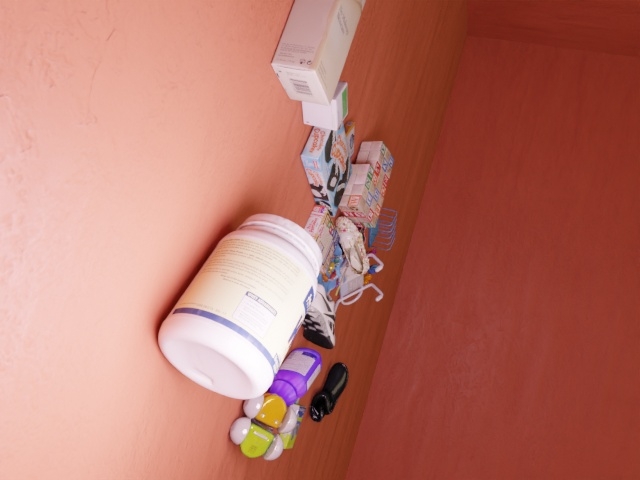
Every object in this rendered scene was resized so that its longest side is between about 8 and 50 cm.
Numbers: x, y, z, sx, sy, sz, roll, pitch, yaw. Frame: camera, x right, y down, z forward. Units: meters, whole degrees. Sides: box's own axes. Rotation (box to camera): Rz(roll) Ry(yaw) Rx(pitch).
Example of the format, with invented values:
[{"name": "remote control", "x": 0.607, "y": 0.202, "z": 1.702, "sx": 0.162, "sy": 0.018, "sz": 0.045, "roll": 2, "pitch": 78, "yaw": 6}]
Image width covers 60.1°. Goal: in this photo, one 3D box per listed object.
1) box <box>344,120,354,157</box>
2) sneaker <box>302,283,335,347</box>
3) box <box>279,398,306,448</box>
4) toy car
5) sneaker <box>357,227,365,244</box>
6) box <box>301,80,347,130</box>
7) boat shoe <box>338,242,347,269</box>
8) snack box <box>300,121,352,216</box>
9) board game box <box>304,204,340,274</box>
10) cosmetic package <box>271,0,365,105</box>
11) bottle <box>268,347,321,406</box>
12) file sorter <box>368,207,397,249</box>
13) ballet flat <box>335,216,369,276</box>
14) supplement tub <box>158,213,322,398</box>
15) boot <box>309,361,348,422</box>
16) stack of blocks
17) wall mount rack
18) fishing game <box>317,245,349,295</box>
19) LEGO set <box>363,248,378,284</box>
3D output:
[{"name": "box", "x": 0.088, "y": -0.322, "z": 1.859, "sx": 0.136, "sy": 0.028, "sz": 0.081, "roll": 91, "pitch": 21, "yaw": -44}, {"name": "sneaker", "x": 0.007, "y": 0.266, "z": 1.917, "sx": 0.330, "sy": 0.122, "sz": 0.146, "roll": 79, "pitch": 32, "yaw": -55}, {"name": "box", "x": -0.104, "y": 0.672, "z": 2.038, "sx": 0.109, "sy": 0.042, "sz": 0.178, "roll": 57, "pitch": 51, "yaw": -68}, {"name": "toy car", "x": -0.171, "y": 0.519, "z": 1.569, "sx": 0.182, "sy": 0.159, "sz": 0.136, "roll": -62, "pitch": -161, "yaw": -16}, {"name": "sneaker", "x": 0.164, "y": -0.031, "z": 2.315, "sx": 0.057, "sy": 0.047, "sz": 0.119, "roll": -8, "pitch": 104, "yaw": -65}, {"name": "box", "x": 0.012, "y": -0.362, "z": 1.454, "sx": 0.101, "sy": 0.102, "sz": 0.087, "roll": 86, "pitch": 27, "yaw": -49}, {"name": "boat shoe", "x": 0.094, "y": 0.026, "z": 2.093, "sx": 0.066, "sy": 0.066, "sz": 0.183, "roll": 77, "pitch": 32, "yaw": -54}, {"name": "snack box", "x": 0.026, "y": -0.232, "z": 1.676, "sx": 0.322, "sy": 0.060, "sz": 0.187, "roll": 70, "pitch": 38, "yaw": -61}, {"name": "board game box", "x": 0.000, "y": 0.000, "z": 1.775, "sx": 0.193, "sy": 0.045, "sz": 0.146, "roll": 65, "pitch": 43, "yaw": -55}, {"name": "cosmetic package", "x": 0.003, "y": -0.496, "z": 1.302, "sx": 0.160, "sy": 0.113, "sz": 0.309, "roll": 48, "pitch": 59, "yaw": -70}, {"name": "bottle", "x": -0.092, "y": 0.446, "z": 1.757, "sx": 0.283, "sy": 0.118, "sz": 0.092, "roll": -44, "pitch": 134, "yaw": -61}, {"name": "file sorter", "x": 0.293, "y": -0.054, "z": 2.590, "sx": 0.170, "sy": 0.104, "sz": 0.118, "roll": 88, "pitch": 24, "yaw": -45}, {"name": "ballet flat", "x": 0.118, "y": 0.027, "z": 2.009, "sx": 0.241, "sy": 0.091, "sz": 0.077, "roll": 63, "pitch": 26, "yaw": -21}, {"name": "supplement tub", "x": -0.147, "y": 0.125, "z": 1.122, "sx": 0.235, "sy": 0.235, "sz": 0.325, "roll": 85, "pitch": 26, "yaw": -47}, {"name": "boot", "x": 0.040, "y": 0.651, "z": 2.380, "sx": 0.207, "sy": 0.094, "sz": 0.246, "roll": 38, "pitch": 74, "yaw": -76}, {"name": "stack of blocks", "x": 0.169, "y": -0.216, "z": 2.022, "sx": 0.171, "sy": 0.087, "sz": 0.297, "roll": 45, "pitch": 56, "yaw": -52}, {"name": "wall mount rack", "x": 0.110, "y": 0.204, "z": 2.211, "sx": 0.304, "sy": 0.130, "sz": 0.350, "roll": -27, "pitch": 141, "yaw": -18}, {"name": "fishing game", "x": 0.039, "y": 0.096, "z": 1.948, "sx": 0.189, "sy": 0.041, "sz": 0.264, "roll": -65, "pitch": 148, "yaw": -24}, {"name": "LEGO set", "x": 0.178, "y": 0.139, "z": 2.445, "sx": 0.227, "sy": 0.093, "sz": 0.087, "roll": -49, "pitch": 118, "yaw": -47}]
